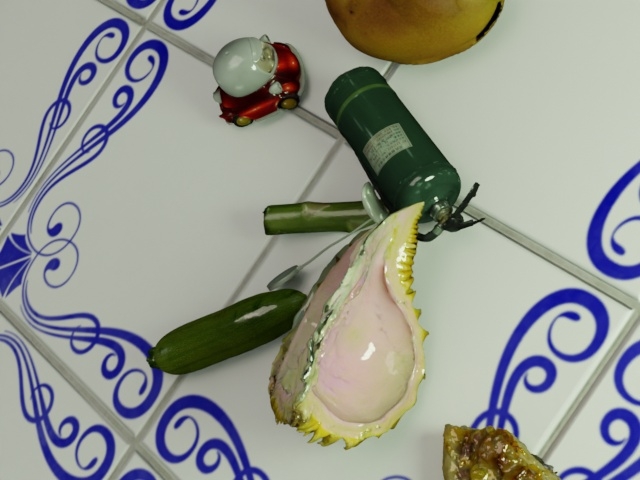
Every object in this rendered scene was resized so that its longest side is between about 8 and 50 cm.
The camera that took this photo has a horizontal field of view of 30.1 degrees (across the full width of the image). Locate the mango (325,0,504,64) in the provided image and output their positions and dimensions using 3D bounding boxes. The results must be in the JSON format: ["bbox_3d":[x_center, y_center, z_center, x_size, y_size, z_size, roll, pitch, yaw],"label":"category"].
[{"bbox_3d":[0.121,-0.309,1.527,0.236,0.166,0.136,0,39,33],"label":"mango"}]

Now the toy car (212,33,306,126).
[{"bbox_3d":[-0.103,-0.232,1.675,0.139,0.112,0.112,-29,55,20],"label":"toy car"}]

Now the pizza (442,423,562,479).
[{"bbox_3d":[0.203,0.276,1.246,0.127,0.058,0.246,-41,53,11],"label":"pizza"}]

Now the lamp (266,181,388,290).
[{"bbox_3d":[0.000,0.000,1.513,0.198,0.056,0.050,-34,8,24],"label":"lamp"}]

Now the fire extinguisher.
[{"bbox_3d":[0.106,-0.094,1.477,0.118,0.093,0.294,-51,48,23],"label":"fire extinguisher"}]

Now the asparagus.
[{"bbox_3d":[0.012,-0.031,1.547,0.178,0.041,0.045,-3,100,19],"label":"asparagus"}]

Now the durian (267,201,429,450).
[{"bbox_3d":[0.021,0.104,1.409,0.195,0.185,0.305,-9,54,52],"label":"durian"}]

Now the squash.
[{"bbox_3d":[-0.129,0.123,1.550,0.258,0.069,0.069,-24,56,24],"label":"squash"}]
